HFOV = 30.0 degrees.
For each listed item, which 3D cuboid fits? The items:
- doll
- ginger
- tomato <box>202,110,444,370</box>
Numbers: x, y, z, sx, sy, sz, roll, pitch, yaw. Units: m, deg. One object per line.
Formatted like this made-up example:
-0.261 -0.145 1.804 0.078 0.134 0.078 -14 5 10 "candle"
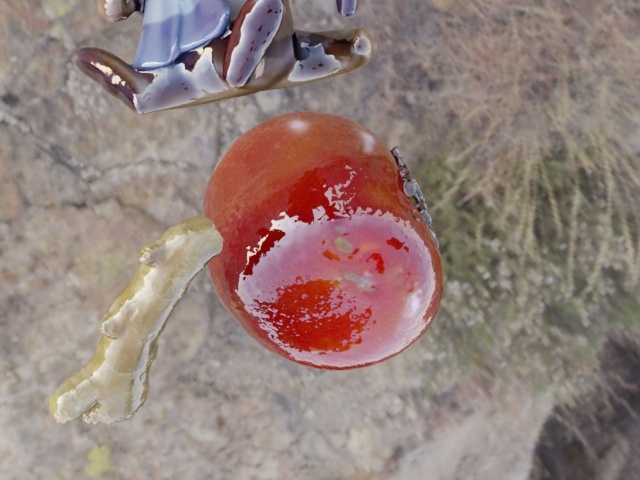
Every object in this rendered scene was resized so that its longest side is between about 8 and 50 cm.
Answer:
-0.074 -0.287 1.092 0.317 0.340 0.209 -2 179 -1 "doll"
-0.196 0.091 1.314 0.118 0.065 0.299 3 126 -50 "ginger"
0.000 0.000 1.528 0.289 0.293 0.325 -24 135 8 "tomato"
